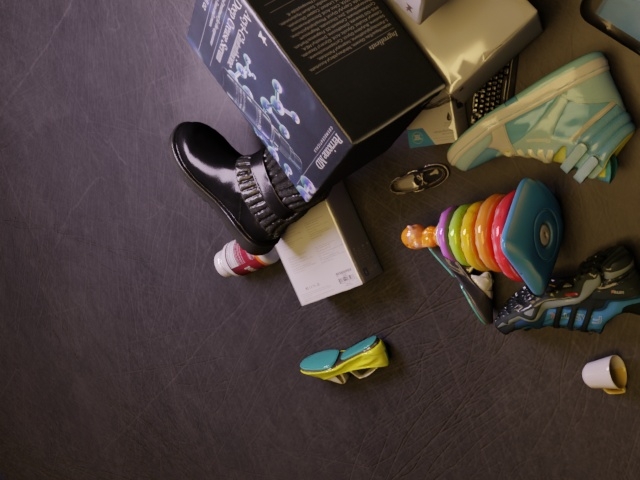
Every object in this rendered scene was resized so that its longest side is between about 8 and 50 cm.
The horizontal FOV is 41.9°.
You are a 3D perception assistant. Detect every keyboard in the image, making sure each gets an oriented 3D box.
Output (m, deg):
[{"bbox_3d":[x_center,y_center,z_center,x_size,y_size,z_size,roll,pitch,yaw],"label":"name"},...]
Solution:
[{"bbox_3d":[0.301,-0.298,1.522,0.108,0.023,0.180,15,113,30],"label":"keyboard"}]

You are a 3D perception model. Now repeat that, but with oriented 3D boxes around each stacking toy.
[{"bbox_3d":[0.277,-0.009,1.536,0.302,0.166,0.175,-1,145,42],"label":"stacking toy"}]

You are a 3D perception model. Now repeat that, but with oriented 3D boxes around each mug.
[{"bbox_3d":[0.520,0.252,1.536,0.064,0.062,0.078,-19,88,45],"label":"mug"}]

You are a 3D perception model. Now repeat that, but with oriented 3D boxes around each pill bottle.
[{"bbox_3d":[-0.169,0.032,1.911,0.152,0.086,0.086,-23,92,38],"label":"pill bottle"}]

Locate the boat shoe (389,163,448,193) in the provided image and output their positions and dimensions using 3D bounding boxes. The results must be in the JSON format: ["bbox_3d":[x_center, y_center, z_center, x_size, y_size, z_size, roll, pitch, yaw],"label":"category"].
[{"bbox_3d":[0.192,-0.119,1.645,0.125,0.038,0.046,-10,100,36],"label":"boat shoe"}]

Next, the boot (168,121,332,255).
[{"bbox_3d":[-0.142,-0.164,1.687,0.348,0.131,0.260,49,136,7],"label":"boot"}]

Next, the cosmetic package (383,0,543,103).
[{"bbox_3d":[0.187,-0.436,1.436,0.197,0.155,0.365,-41,80,15],"label":"cosmetic package"}]

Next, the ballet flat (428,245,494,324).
[{"bbox_3d":[0.289,0.066,1.624,0.074,0.074,0.203,-45,73,36],"label":"ballet flat"}]

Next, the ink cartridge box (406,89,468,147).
[{"bbox_3d":[0.209,-0.271,1.569,0.104,0.060,0.180,-4,103,35],"label":"ink cartridge box"}]

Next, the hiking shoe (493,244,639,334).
[{"bbox_3d":[0.449,0.128,1.510,0.304,0.113,0.132,-31,98,44],"label":"hiking shoe"}]

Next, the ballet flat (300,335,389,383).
[{"bbox_3d":[0.056,0.277,1.853,0.231,0.077,0.077,-23,108,35],"label":"ballet flat"}]

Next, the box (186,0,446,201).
[{"bbox_3d":[-0.024,-0.315,1.453,0.395,0.212,0.293,53,158,4],"label":"box"}]

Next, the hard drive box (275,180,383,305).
[{"bbox_3d":[0.000,0.000,1.783,0.181,0.089,0.232,-22,93,37],"label":"hard drive box"}]

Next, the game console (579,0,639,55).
[{"bbox_3d":[0.549,-0.373,1.244,0.293,0.250,0.173,38,96,18],"label":"game console"}]

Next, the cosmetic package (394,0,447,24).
[{"bbox_3d":[0.224,-0.543,1.276,0.217,0.385,0.156,47,169,11],"label":"cosmetic package"}]

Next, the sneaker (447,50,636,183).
[{"bbox_3d":[0.385,-0.156,1.437,0.319,0.127,0.208,-32,86,32],"label":"sneaker"}]
